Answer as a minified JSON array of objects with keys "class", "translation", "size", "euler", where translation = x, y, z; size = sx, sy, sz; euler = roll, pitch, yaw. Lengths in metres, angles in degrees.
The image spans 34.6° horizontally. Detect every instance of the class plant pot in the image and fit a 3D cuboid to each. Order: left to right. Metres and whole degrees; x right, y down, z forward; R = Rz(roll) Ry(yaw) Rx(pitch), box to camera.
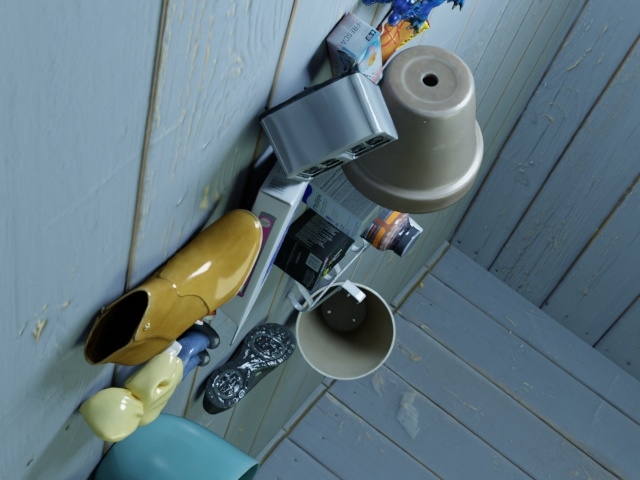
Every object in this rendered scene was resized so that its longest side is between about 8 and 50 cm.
[{"class":"plant pot","translation":[-0.300,0.479,2.016],"size":[0.293,0.235,0.293],"euler":[-50,168,-14]},{"class":"plant pot","translation":[0.063,0.213,2.752],"size":[0.256,0.256,0.274],"euler":[-55,-175,7]},{"class":"plant pot","translation":[0.169,-0.213,1.775],"size":[0.263,0.263,0.229],"euler":[-48,165,-26]}]

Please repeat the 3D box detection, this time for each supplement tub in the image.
[{"class":"supplement tub","translation":[0.116,-0.048,2.201],"size":[0.106,0.198,0.106],"euler":[-49,168,-15]}]

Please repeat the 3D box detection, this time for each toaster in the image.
[{"class":"toaster","translation":[0.014,-0.171,1.513],"size":[0.168,0.110,0.185],"euler":[-25,174,12]}]

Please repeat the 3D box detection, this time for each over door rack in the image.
[{"class":"over door rack","translation":[0.061,0.042,2.361],"size":[0.239,0.108,0.324],"euler":[-48,-168,-24]}]

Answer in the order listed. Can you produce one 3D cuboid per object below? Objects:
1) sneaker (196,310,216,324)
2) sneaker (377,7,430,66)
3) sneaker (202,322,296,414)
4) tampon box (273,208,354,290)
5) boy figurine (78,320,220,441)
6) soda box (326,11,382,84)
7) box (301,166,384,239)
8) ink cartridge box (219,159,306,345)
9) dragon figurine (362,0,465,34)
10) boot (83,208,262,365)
[{"class":"sneaker","translation":[-0.210,0.101,1.736],"size":[0.158,0.061,0.065],"euler":[-18,127,-82]},{"class":"sneaker","translation":[0.140,-0.356,1.714],"size":[0.175,0.067,0.064],"euler":[-56,170,20]},{"class":"sneaker","translation":[-0.173,0.294,2.368],"size":[0.286,0.109,0.130],"euler":[-37,171,-34]},{"class":"tampon box","translation":[0.000,0.000,2.122],"size":[0.161,0.101,0.120],"euler":[-45,167,-37]},{"class":"boy figurine","translation":[-0.289,0.244,1.725],"size":[0.285,0.092,0.177],"euler":[-40,166,-45]},{"class":"soda box","translation":[0.055,-0.282,1.598],"size":[0.058,0.063,0.183],"euler":[-52,169,-6]},{"class":"box","translation":[0.057,-0.094,1.976],"size":[0.126,0.137,0.072],"euler":[-47,168,-27]},{"class":"ink cartridge box","translation":[-0.097,0.002,1.738],"size":[0.176,0.069,0.371],"euler":[-64,178,-47]},{"class":"dragon figurine","translation":[0.193,-0.404,1.598],"size":[0.289,0.085,0.144],"euler":[-29,179,-11]},{"class":"boot","translation":[-0.209,0.070,1.496],"size":[0.295,0.104,0.211],"euler":[-50,169,5]}]
